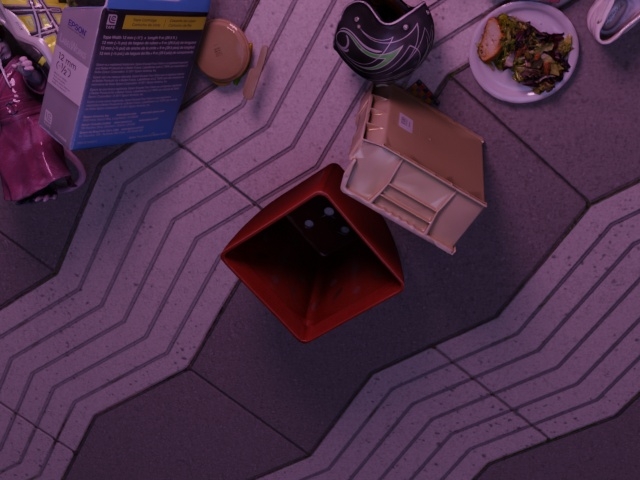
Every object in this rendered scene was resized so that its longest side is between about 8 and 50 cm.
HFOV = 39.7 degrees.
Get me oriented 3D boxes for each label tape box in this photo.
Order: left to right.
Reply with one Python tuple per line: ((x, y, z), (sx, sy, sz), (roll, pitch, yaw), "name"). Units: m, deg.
((-0.355, -0.349, 1.631), (0.115, 0.249, 0.348), (36, 120, 27), "label tape box")

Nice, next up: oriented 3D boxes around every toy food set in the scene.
((-0.194, -0.369, 1.731), (0.192, 0.038, 0.132), (28, 119, 5), "toy food set")

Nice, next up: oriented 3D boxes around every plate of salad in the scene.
((0.374, -0.341, 1.630), (0.199, 0.048, 0.200), (5, 122, 7), "plate of salad")

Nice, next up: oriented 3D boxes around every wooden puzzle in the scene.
((0.191, -0.281, 1.727), (0.049, 0.006, 0.083), (-36, 110, 28), "wooden puzzle")

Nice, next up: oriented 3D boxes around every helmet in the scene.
((0.121, -0.366, 1.594), (0.161, 0.169, 0.169), (30, 124, 10), "helmet")

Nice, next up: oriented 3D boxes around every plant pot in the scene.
((0.000, 0.000, 1.808), (0.267, 0.236, 0.267), (-31, 112, 26), "plant pot")

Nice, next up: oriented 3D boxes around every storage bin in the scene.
((0.174, -0.147, 1.657), (0.260, 0.262, 0.123), (29, 124, -11), "storage bin")

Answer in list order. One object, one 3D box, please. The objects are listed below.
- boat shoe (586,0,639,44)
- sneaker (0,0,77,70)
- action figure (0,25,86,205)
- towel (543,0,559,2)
((0.559, -0.447, 1.497), (0.098, 0.096, 0.277), (26, 123, -6), "boat shoe")
((-0.521, -0.439, 1.683), (0.384, 0.145, 0.147), (38, 109, -21), "sneaker")
((-0.592, -0.262, 1.799), (0.248, 0.275, 0.370), (-10, 98, 23), "action figure")
((0.366, -0.482, 1.493), (0.144, 0.029, 0.197), (8, 153, -3), "towel")
